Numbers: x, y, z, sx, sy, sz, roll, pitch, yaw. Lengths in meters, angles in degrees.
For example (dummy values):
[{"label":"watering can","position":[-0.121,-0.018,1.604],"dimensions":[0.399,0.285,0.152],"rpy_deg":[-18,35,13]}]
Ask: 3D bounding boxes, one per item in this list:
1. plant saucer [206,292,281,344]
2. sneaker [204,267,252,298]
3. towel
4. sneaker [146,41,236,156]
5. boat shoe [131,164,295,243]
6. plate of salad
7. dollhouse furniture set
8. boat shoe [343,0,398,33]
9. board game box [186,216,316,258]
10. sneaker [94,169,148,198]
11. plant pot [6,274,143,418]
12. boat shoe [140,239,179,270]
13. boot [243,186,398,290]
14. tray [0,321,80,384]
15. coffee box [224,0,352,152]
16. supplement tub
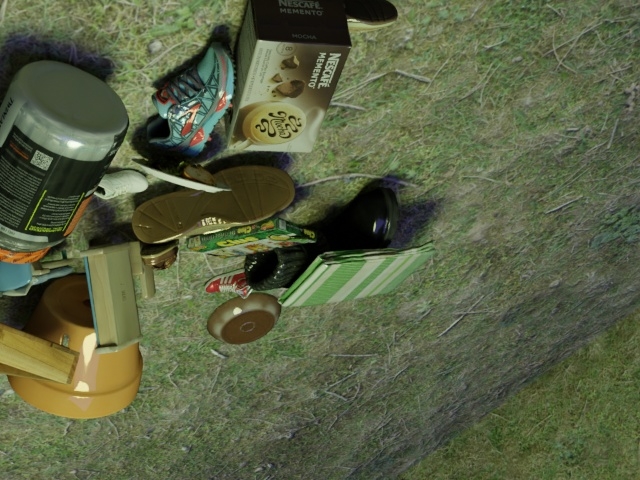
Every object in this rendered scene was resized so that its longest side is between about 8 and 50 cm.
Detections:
[{"label":"plant saucer","position":[-0.189,0.209,2.366],"dimensions":[0.199,0.036,0.198],"rpy_deg":[-15,143,-11]},{"label":"sneaker","position":[-0.214,0.112,2.203],"dimensions":[0.118,0.067,0.042],"rpy_deg":[-21,143,-4]},{"label":"towel","position":[0.085,0.080,2.152],"dimensions":[0.325,0.038,0.248],"rpy_deg":[-7,155,-33]},{"label":"sneaker","position":[-0.241,-0.254,1.700],"dimensions":[0.125,0.104,0.262],"rpy_deg":[6,134,-31]},{"label":"boat shoe","position":[-0.223,-0.078,1.939],"dimensions":[0.341,0.121,0.110],"rpy_deg":[-14,-179,-7]},{"label":"plate of salad","position":[-0.263,-0.136,1.786],"dimensions":[0.200,0.200,0.048],"rpy_deg":[11,98,-39]},{"label":"dollhouse furniture set","position":[-0.519,0.119,1.874],"dimensions":[0.303,0.198,0.286],"rpy_deg":[-6,-177,11]},{"label":"boat shoe","position":[0.045,-0.406,1.712],"dimensions":[0.190,0.068,0.072],"rpy_deg":[-1,152,-12]},{"label":"board game box","position":[-0.151,-0.002,2.016],"dimensions":[0.260,0.030,0.136],"rpy_deg":[-11,159,35]},{"label":"sneaker","position":[-0.409,-0.106,1.827],"dimensions":[0.152,0.061,0.053],"rpy_deg":[3,134,-34]},{"label":"plant pot","position":[-0.514,0.211,2.004],"dimensions":[0.291,0.291,0.203],"rpy_deg":[1,122,-31]},{"label":"boat shoe","position":[-0.329,0.034,1.937],"dimensions":[0.064,0.060,0.178],"rpy_deg":[-4,-172,5]},{"label":"boot","position":[0.001,0.004,2.134],"dimensions":[0.260,0.131,0.348],"rpy_deg":[6,135,-35]},{"label":"tray","position":[-0.696,0.208,1.853],"dimensions":[0.411,0.076,0.203],"rpy_deg":[0,159,35]},{"label":"coffee box","position":[-0.067,-0.296,1.677],"dimensions":[0.168,0.119,0.297],"rpy_deg":[1,147,-17]},{"label":"supplement tub","position":[-0.492,-0.128,1.629],"dimensions":[0.207,0.207,0.338],"rpy_deg":[10,132,-37]}]
